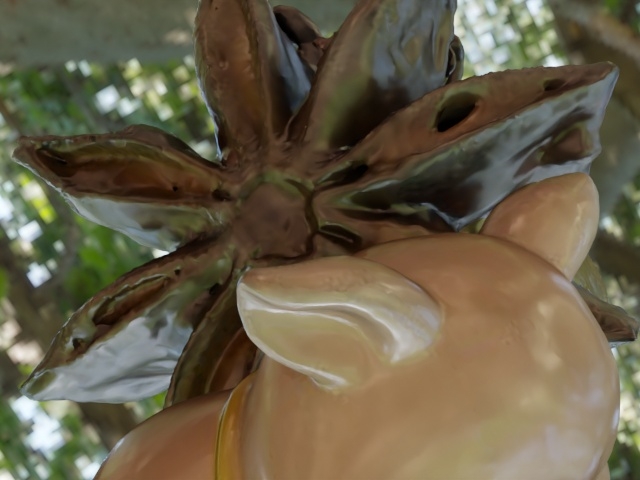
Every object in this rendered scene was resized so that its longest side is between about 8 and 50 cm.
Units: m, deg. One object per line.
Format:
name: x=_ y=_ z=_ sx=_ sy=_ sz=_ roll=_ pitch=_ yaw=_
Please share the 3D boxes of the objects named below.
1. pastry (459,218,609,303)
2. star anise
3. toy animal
pastry: x=0.056 y=0.011 z=1.127 sx=0.257 sy=0.236 sz=0.120 roll=15 pitch=-112 yaw=43
star anise: x=0.002 y=0.001 z=0.907 sx=0.332 sy=0.117 sz=0.331 roll=-4 pitch=-101 yaw=23
toy animal: x=0.007 y=0.095 z=0.672 sx=0.248 sy=0.149 sz=0.165 roll=-48 pitch=171 yaw=34
